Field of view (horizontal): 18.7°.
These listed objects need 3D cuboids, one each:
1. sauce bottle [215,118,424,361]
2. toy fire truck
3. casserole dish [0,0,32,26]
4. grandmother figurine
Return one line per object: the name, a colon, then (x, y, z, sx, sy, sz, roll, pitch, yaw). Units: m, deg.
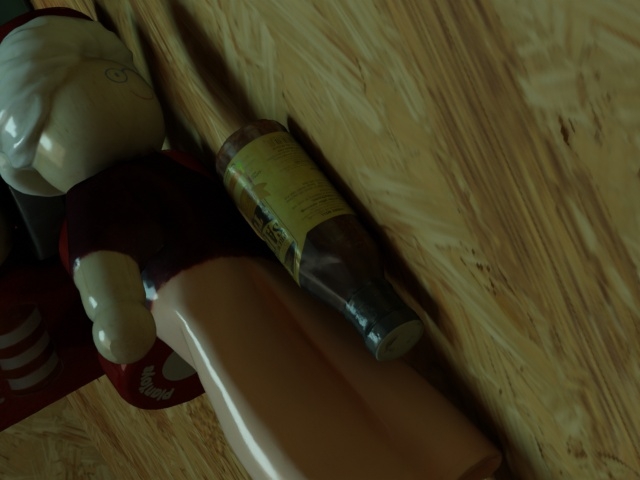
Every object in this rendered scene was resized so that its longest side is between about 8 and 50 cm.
sauce bottle: (0.000, 0.000, 0.866, 0.128, 0.042, 0.042, 52, 165, 32)
toy fire truck: (-0.193, 0.020, 1.158, 0.169, 0.254, 0.302, 52, 165, 29)
casserole dish: (-0.229, -0.157, 1.391, 0.188, 0.037, 0.114, 64, 166, -18)
grandmother figurine: (-0.046, 0.024, 0.918, 0.342, 0.104, 0.208, 50, -172, 22)
